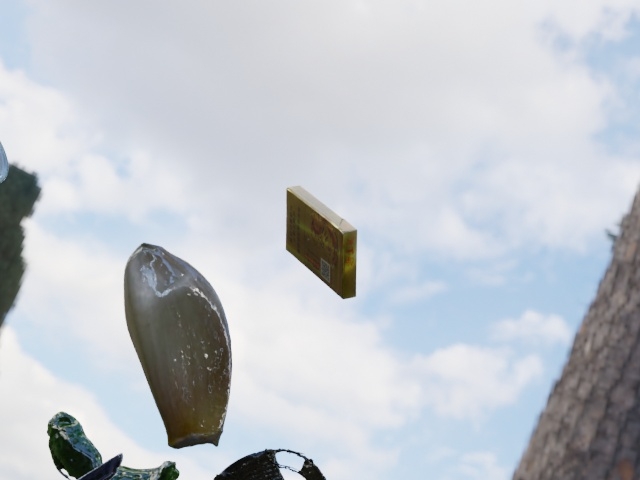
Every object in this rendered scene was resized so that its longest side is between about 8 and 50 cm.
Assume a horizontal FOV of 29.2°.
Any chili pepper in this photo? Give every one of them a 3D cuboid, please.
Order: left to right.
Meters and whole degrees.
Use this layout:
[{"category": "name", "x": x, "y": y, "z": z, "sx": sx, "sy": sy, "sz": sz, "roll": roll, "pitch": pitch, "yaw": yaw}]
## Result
[{"category": "chili pepper", "x": -0.260, "y": 0.270, "z": 1.482, "sx": 0.182, "sy": 0.073, "sz": 0.050, "roll": 22, "pitch": -21, "yaw": 16}]

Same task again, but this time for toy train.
[{"category": "toy train", "x": -0.212, "y": 0.221, "z": 1.126, "sx": 0.017, "sy": 0.083, "sz": 0.017, "roll": 58, "pitch": 12, "yaw": 3}]

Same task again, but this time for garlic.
[{"category": "garlic", "x": -0.211, "y": 0.159, "z": 1.844, "sx": 0.143, "sy": 0.318, "sz": 0.112, "roll": -11, "pitch": -11, "yaw": -35}]

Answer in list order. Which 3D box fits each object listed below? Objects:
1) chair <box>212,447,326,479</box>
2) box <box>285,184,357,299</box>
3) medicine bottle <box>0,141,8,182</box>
[{"category": "chair", "x": -0.049, "y": 0.381, "z": 1.587, "sx": 0.213, "sy": 0.174, "sz": 0.149, "roll": 55, "pitch": -3, "yaw": 14}, {"category": "box", "x": 0.000, "y": 0.000, "z": 1.455, "sx": 0.156, "sy": 0.022, "sz": 0.089, "roll": 37, "pitch": -46, "yaw": 56}, {"category": "medicine bottle", "x": -0.285, "y": -0.041, "z": 0.881, "sx": 0.118, "sy": 0.055, "sz": 0.074, "roll": -24, "pitch": -61, "yaw": 20}]
